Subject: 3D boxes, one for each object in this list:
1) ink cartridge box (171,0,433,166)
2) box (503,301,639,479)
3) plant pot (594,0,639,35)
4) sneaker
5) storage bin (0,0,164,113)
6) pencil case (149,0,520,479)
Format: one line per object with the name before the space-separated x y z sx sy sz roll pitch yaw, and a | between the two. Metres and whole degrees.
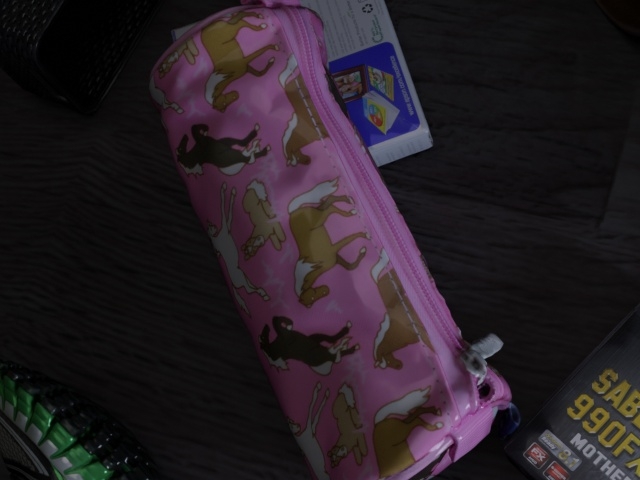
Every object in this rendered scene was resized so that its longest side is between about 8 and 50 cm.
ink cartridge box | -0.022 -0.145 0.840 0.208 0.045 0.206 -18 65 6
box | 0.276 0.166 0.627 0.183 0.056 0.231 -44 65 -5
plant pot | 0.318 -0.283 0.749 0.165 0.167 0.167 -25 64 -4
sneaker | -0.193 0.226 0.686 0.146 0.134 0.343 -43 65 -4
storage bin | -0.245 -0.235 0.895 0.084 0.122 0.180 21 75 22
pencil case | 0.000 0.000 0.683 0.167 0.160 0.386 -28 73 5
